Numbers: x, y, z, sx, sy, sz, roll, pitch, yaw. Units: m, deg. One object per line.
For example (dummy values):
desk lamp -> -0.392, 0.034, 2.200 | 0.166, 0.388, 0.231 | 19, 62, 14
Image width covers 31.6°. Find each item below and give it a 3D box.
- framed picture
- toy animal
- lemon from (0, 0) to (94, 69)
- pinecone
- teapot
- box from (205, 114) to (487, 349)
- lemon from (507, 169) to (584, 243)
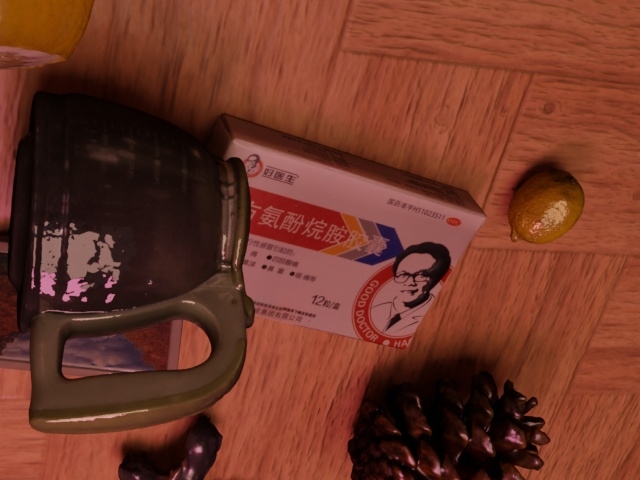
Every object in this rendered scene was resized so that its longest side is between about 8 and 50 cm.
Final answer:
framed picture -> -0.280, 0.081, 1.285 | 0.250, 0.016, 0.184 | 8, 123, -5
toy animal -> -0.206, 0.401, 1.481 | 0.168, 0.106, 0.343 | -2, 103, -3
lemon -> -0.306, -0.255, 0.950 | 0.240, 0.240, 0.219 | -1, 94, -20
pinecone -> 0.162, 0.293, 1.512 | 0.309, 0.244, 0.244 | -19, 129, -22
teapot -> -0.179, 0.002, 1.100 | 0.239, 0.321, 0.239 | 4, 123, -15
box -> 0.000, 0.000, 1.345 | 0.353, 0.069, 0.214 | 15, 117, -30
lemon -> 0.278, -0.039, 1.407 | 0.082, 0.082, 0.110 | 32, 113, -34
